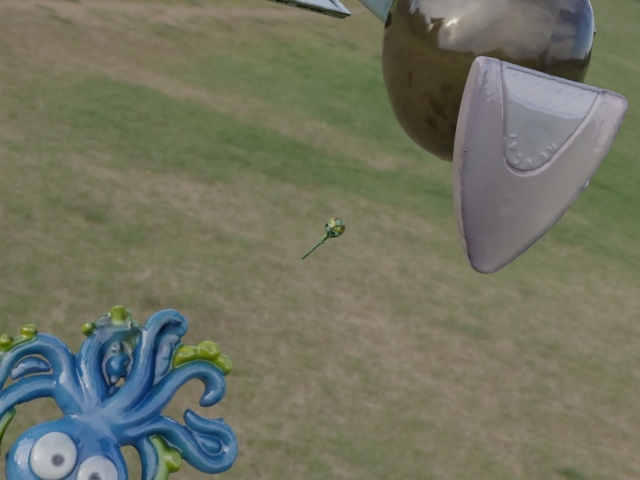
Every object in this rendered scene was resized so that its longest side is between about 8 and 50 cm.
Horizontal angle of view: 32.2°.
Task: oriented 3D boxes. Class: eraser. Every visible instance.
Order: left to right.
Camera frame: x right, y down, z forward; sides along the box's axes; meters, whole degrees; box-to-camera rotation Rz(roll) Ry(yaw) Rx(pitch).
[{"bbox_3d":[0.219,-0.078,1.273,0.204,0.243,0.059,12,20,-25],"label":"eraser"}]

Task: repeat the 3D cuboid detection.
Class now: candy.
[{"bbox_3d":[0.000,0.000,1.355,0.023,0.083,0.025,45,35,-7],"label":"candy"}]

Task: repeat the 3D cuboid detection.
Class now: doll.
[{"bbox_3d":[-0.257,0.229,1.350,0.346,0.341,0.099,33,-21,-14],"label":"doll"}]

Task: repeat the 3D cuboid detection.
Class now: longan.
[{"bbox_3d":[0.217,-0.247,1.451,0.297,0.297,0.297,17,17,-6],"label":"longan"}]

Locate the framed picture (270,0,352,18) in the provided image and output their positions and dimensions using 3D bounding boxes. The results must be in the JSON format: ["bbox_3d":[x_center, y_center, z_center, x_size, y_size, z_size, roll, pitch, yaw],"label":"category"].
[{"bbox_3d":[-0.071,-0.425,1.863,0.216,0.016,0.273,12,20,-12],"label":"framed picture"}]

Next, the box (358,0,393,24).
[{"bbox_3d":[0.191,-0.350,1.725,0.285,0.142,0.044,38,4,-20],"label":"box"}]
